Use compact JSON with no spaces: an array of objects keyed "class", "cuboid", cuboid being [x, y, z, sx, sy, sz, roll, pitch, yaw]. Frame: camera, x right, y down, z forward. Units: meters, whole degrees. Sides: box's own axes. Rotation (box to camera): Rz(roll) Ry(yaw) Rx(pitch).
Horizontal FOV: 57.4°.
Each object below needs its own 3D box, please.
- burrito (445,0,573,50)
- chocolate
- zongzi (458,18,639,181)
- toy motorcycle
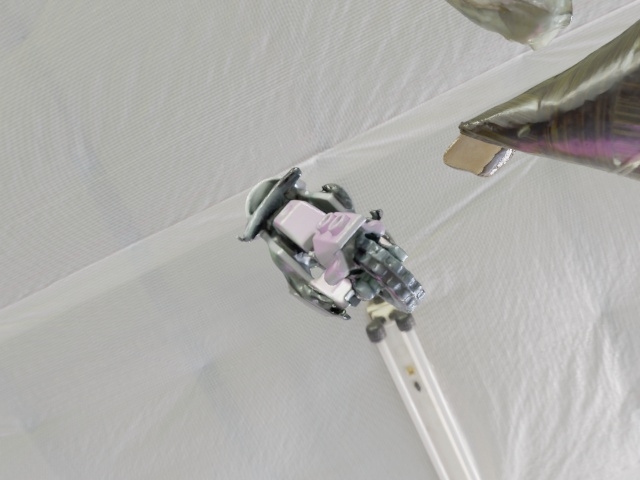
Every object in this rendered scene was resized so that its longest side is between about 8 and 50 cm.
[{"class":"burrito","cuboid":[0.241,-0.420,0.888,0.135,0.332,0.190,-17,-42,-16]},{"class":"chocolate","cuboid":[0.176,-0.095,0.643,0.031,0.100,0.065,41,-92,-22]},{"class":"zongzi","cuboid":[0.177,-0.112,0.317,0.183,0.084,0.187,16,-40,16]},{"class":"toy motorcycle","cuboid":[0.000,0.000,0.703,0.188,0.327,0.143,43,-97,-14]}]
